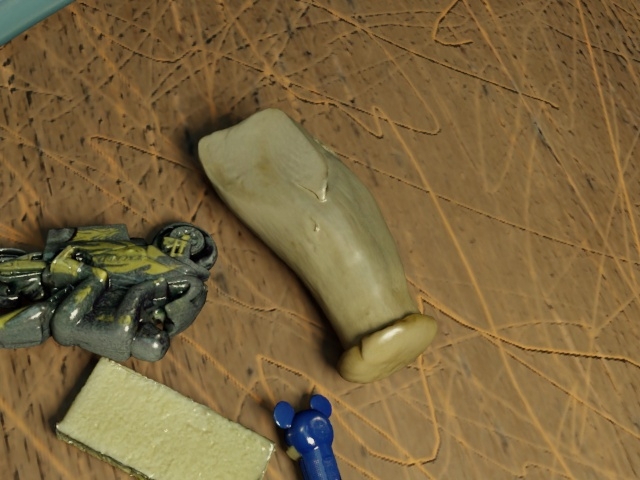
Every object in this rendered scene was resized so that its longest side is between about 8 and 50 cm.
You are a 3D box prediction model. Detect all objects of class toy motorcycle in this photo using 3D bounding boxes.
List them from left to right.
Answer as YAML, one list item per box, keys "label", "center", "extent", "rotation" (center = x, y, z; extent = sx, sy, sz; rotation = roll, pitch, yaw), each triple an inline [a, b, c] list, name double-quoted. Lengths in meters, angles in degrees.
- label: "toy motorcycle"
  center: [-0.158, 0.042, 0.650]
  extent: [0.193, 0.061, 0.124]
  rotation: [-9, 51, -26]

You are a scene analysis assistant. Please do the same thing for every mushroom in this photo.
- label: "mushroom"
  center: [0.004, -0.005, 0.703]
  extent: [0.108, 0.096, 0.247]
  rotation: [-21, 72, -50]

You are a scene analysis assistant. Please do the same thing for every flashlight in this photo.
- label: "flashlight"
  center: [-0.001, 0.176, 0.644]
  extent: [0.057, 0.035, 0.121]
  rotation: [-2, 66, -43]

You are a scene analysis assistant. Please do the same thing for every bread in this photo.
- label: "bread"
  center: [-0.111, 0.146, 0.633]
  extent: [0.153, 0.028, 0.068]
  rotation: [26, 60, 0]

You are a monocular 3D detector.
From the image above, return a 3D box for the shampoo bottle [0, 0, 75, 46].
- label: "shampoo bottle"
  center: [-0.278, -0.227, 0.758]
  extent: [0.104, 0.061, 0.258]
  rotation: [41, 62, 9]
